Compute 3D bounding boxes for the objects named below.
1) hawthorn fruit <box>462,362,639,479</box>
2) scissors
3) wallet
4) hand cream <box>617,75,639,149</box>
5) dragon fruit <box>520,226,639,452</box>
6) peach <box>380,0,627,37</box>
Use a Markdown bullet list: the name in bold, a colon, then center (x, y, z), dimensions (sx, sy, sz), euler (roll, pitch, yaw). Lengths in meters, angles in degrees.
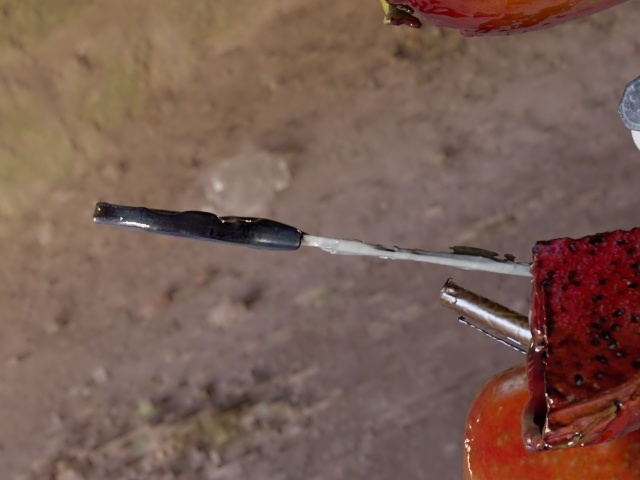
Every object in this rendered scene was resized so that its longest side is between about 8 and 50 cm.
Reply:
- **hawthorn fruit**: center (0.249, 0.211, 1.938), dimensions (0.254, 0.254, 0.300), euler (-23, 62, -1)
- **scissors**: center (0.000, 0.000, 1.274), dimensions (0.300, 0.022, 0.109), euler (6, 0, 0)
- **wallet**: center (0.229, 0.104, 1.731), dimensions (0.243, 0.039, 0.133), euler (26, 3, 21)
- **hand cream**: center (0.251, -0.039, 1.123), dimensions (0.080, 0.234, 0.050), euler (-15, 62, 36)
- **dragon fruit**: center (0.185, 0.081, 1.199), dimensions (0.127, 0.120, 0.161), euler (-3, 49, 9)
- **peach**: center (0.123, -0.304, 1.159), dimensions (0.310, 0.335, 0.406), euler (-26, 13, 9)
